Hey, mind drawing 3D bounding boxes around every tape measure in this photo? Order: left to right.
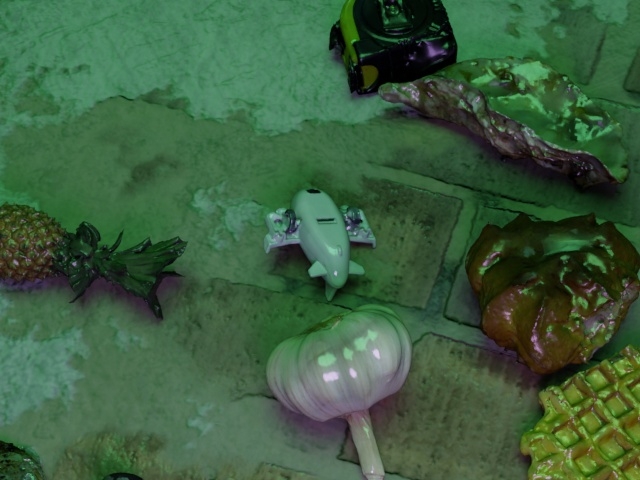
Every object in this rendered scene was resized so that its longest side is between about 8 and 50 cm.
[{"bbox_3d":[0.111,-0.332,2.154,0.199,0.112,0.186,-11,53,-9],"label":"tape measure"}]

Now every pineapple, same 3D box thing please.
[{"bbox_3d":[-0.329,0.024,1.903,0.277,0.119,0.130,15,12,9],"label":"pineapple"}]

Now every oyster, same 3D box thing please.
[{"bbox_3d":[-0.400,0.324,1.719,0.125,0.064,0.177,4,43,-15],"label":"oyster"},{"bbox_3d":[0.302,-0.195,2.075,0.396,0.111,0.204,27,41,19],"label":"oyster"}]

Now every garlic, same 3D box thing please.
[{"bbox_3d":[0.051,0.203,1.760,0.199,0.199,0.225,-21,87,-14],"label":"garlic"}]

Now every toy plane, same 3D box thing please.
[{"bbox_3d":[0.001,-0.002,1.936,0.174,0.080,0.174,11,48,-13],"label":"toy plane"}]

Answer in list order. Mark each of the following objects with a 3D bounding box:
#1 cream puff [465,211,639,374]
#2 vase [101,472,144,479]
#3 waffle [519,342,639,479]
[{"bbox_3d":[0.314,0.069,1.842,0.241,0.154,0.269,3,38,10],"label":"cream puff"},{"bbox_3d":[-0.248,0.392,1.666,0.060,0.060,0.211,-1,55,-1],"label":"vase"},{"bbox_3d":[0.414,0.255,1.764,0.312,0.060,0.307,3,54,0],"label":"waffle"}]
